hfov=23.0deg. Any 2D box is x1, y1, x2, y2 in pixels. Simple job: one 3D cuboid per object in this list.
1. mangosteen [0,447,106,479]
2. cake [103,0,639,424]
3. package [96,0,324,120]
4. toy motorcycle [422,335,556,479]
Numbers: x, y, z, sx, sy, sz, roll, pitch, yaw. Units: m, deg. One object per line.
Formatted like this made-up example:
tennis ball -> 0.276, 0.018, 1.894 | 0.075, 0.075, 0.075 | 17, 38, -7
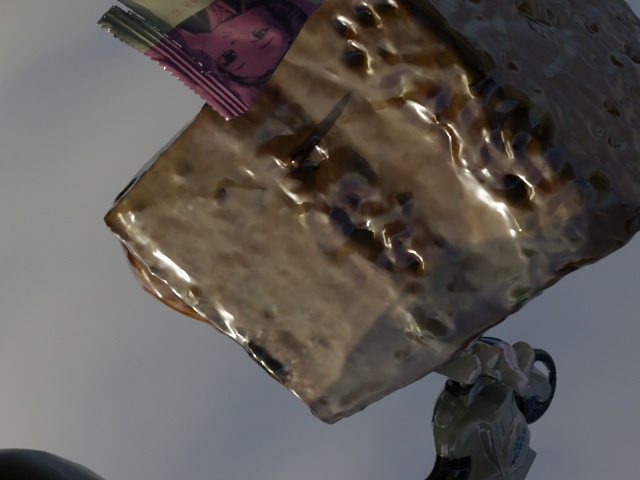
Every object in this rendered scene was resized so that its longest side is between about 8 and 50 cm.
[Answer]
mangosteen -> -0.258, 0.332, 1.325 | 0.297, 0.313, 0.297 | -40, 161, -17
cake -> 0.026, -0.030, 0.829 | 0.293, 0.199, 0.196 | -41, -171, 33
package -> -0.017, -0.077, 0.422 | 0.083, 0.059, 0.029 | -54, -134, 3
toy motorcycle -> 0.104, 0.165, 1.211 | 0.102, 0.150, 0.221 | 16, -107, 46
